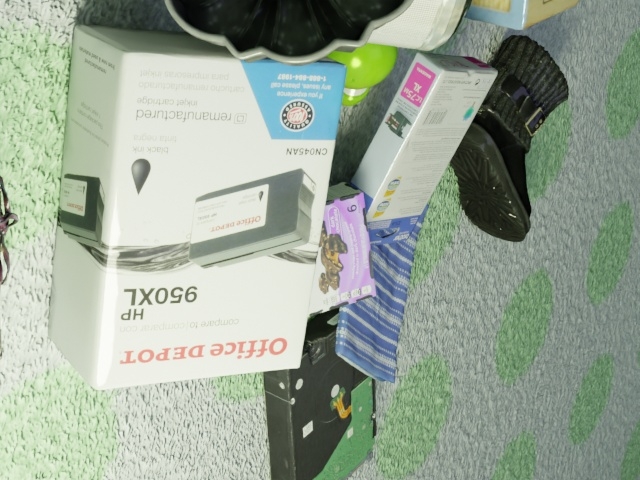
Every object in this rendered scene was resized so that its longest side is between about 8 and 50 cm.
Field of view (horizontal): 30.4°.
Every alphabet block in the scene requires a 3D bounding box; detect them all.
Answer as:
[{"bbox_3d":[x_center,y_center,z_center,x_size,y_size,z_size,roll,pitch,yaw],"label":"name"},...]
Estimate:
[{"bbox_3d":[0.304,-0.469,1.908,0.197,0.192,0.194,-29,131,-44],"label":"alphabet block"}]

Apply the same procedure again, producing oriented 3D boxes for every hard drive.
[{"bbox_3d":[0.004,0.283,1.976,0.237,0.064,0.339,-36,133,-42],"label":"hard drive"}]

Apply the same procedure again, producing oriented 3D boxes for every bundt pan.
[{"bbox_3d":[-0.037,-0.333,1.266,0.124,0.330,0.331,95,20,-82],"label":"bundt pan"}]

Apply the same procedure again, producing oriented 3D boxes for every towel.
[{"bbox_3d":[0.103,0.050,1.928,0.243,0.040,0.336,40,58,-61],"label":"towel"}]

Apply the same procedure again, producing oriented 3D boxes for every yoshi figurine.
[{"bbox_3d":[0.087,-0.356,1.638,0.203,0.203,0.362,-1,113,-57],"label":"yoshi figurine"}]

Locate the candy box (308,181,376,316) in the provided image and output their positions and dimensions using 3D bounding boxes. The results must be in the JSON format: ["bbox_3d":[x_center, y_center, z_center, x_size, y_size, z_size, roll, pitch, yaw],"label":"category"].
[{"bbox_3d":[-0.029,0.023,1.687,0.196,0.070,0.165,-16,112,-20],"label":"candy box"}]

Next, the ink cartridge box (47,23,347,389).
[{"bbox_3d":[-0.151,-0.040,1.407,0.285,0.166,0.395,-2,110,-32],"label":"ink cartridge box"}]

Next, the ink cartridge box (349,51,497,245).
[{"bbox_3d":[0.139,-0.135,1.787,0.185,0.065,0.311,-9,129,-56],"label":"ink cartridge box"}]

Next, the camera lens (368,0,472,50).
[{"bbox_3d":[0.048,-0.357,1.456,0.219,0.274,0.220,-174,-90,-79],"label":"camera lens"}]

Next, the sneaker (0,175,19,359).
[{"bbox_3d":[-0.368,0.008,1.233,0.112,0.120,0.299,-32,131,-46],"label":"sneaker"}]

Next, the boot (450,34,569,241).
[{"bbox_3d":[0.366,-0.183,2.200,0.260,0.131,0.348,-54,144,-23],"label":"boot"}]
